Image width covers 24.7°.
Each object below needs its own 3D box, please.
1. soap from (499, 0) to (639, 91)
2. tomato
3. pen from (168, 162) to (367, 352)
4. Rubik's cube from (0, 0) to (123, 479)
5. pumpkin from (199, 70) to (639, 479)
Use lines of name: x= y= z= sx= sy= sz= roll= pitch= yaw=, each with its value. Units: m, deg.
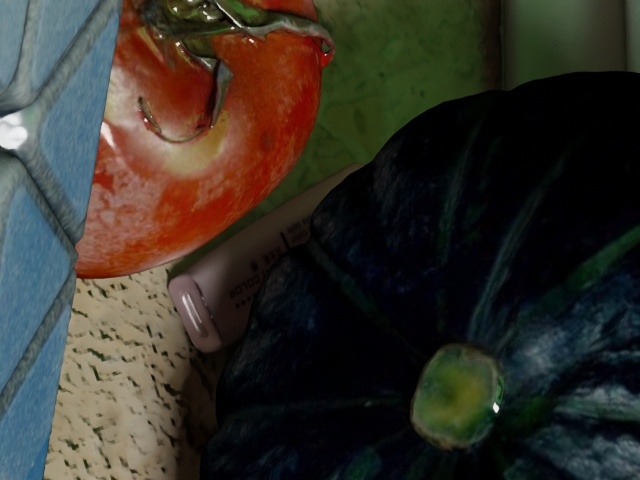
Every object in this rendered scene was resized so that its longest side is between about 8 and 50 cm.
soap: x=0.241 y=0.032 z=0.913 sx=0.261 sy=0.156 sz=0.446 roll=19 pitch=63 yaw=-41
tomato: x=-0.088 y=-0.078 z=0.612 sx=0.187 sy=0.151 sz=0.187 roll=8 pitch=76 yaw=-34
pen: x=0.000 y=0.000 z=0.766 sx=0.197 sy=0.032 sz=0.053 roll=-33 pitch=101 yaw=-45
Rubik's cube: x=-0.157 y=-0.046 z=0.440 sx=0.228 sy=0.229 sz=0.233 roll=-2 pitch=62 yaw=-46
pumpkin: x=0.120 y=0.110 z=0.621 sx=0.266 sy=0.363 sz=0.363 roll=33 pitch=54 yaw=-51
